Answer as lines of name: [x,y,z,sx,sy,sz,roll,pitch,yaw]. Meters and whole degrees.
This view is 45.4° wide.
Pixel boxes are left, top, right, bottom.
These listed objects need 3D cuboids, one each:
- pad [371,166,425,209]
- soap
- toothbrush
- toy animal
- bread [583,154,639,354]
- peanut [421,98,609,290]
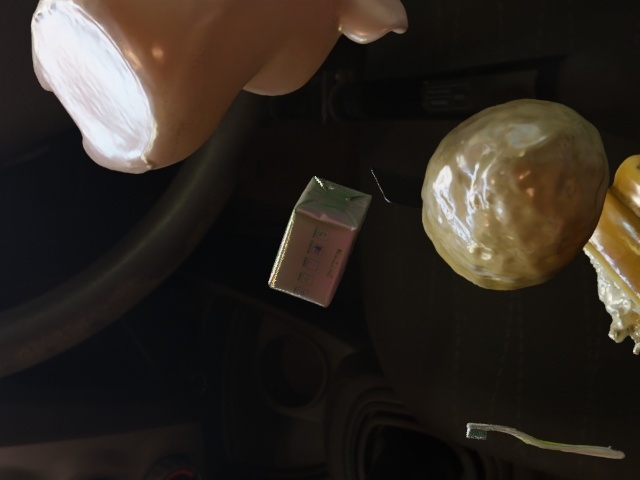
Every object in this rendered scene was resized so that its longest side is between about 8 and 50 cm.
pad: [0.150,-0.061,1.034,0.112,0.157,0.003,-106,32,-59]
soap: [0.000,0.000,1.548,0.138,0.182,0.199,21,120,1]
toothbrush: [0.357,0.316,1.208,0.262,0.022,0.026,9,89,-5]
toy animal: [-0.093,-0.179,0.647,0.195,0.256,0.213,54,158,-9]
bread: [0.584,0.034,1.320,0.245,0.424,0.329,-24,119,4]
peanut: [0.138,-0.029,0.549,0.129,0.224,0.129,0,87,6]
